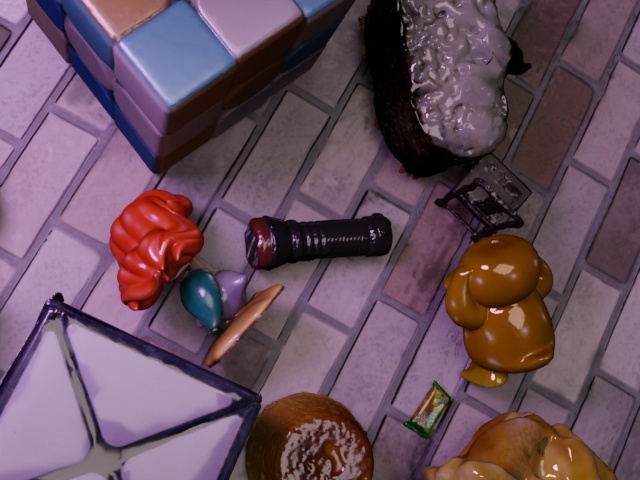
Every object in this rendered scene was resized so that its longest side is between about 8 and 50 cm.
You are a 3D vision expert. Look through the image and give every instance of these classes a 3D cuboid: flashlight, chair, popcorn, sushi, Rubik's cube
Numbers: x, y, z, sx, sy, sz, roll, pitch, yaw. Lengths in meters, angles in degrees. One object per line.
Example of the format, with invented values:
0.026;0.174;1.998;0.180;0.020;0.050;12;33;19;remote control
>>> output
0.000;0.000;1.375;0.232;0.093;0.092;-3;81;-20;flashlight
0.278;-0.076;1.376;0.106;0.229;0.113;43;77;-4;chair
0.308;0.416;1.236;0.349;0.382;0.348;10;66;-24;popcorn
0.199;-0.282;1.408;0.235;0.207;0.348;-3;85;-21;sushi
-0.199;-0.355;1.249;0.344;0.347;0.346;-37;89;-17;Rubik's cube
-0.292;0.272;1.148;0.310;0.305;0.306;28;78;-10;Rubik's cube

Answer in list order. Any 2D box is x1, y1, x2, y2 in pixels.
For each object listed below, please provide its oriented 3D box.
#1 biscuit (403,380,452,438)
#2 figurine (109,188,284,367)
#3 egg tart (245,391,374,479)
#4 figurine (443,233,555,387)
0.178;0.276;1.400;0.046;0.016;0.089;38;74;-4;biscuit
-0.200;0.044;1.258;0.257;0.181;0.208;41;52;-4;figurine
-0.004;0.325;1.281;0.203;0.147;0.202;3;79;-15;egg tart
0.289;0.106;1.362;0.215;0.215;0.228;-24;88;-16;figurine
